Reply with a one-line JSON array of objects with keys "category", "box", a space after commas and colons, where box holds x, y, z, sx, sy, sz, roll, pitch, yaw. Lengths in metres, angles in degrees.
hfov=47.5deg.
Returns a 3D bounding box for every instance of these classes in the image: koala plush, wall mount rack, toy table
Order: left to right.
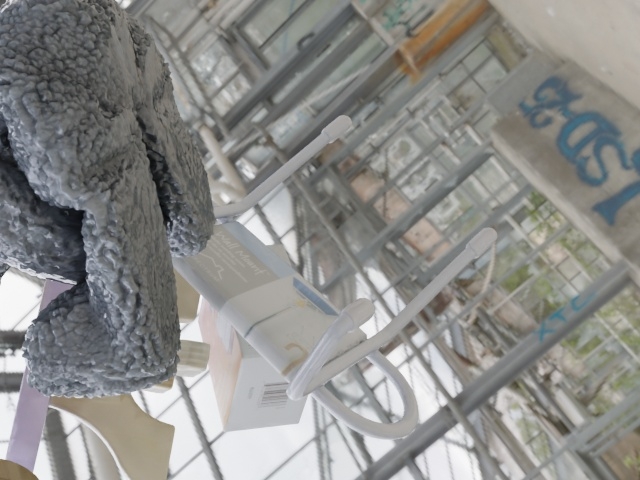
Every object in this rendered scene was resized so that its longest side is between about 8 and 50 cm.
[{"category": "koala plush", "box": [-0.197, -0.032, 0.414, 0.196, 0.221, 0.203, -86, -13, -57]}, {"category": "toy table", "box": [-0.218, 0.120, 0.758, 0.160, 0.274, 0.252, 14, 171, -18]}, {"category": "wall mount rack", "box": [0.000, 0.000, 0.670, 0.350, 0.130, 0.304, 42, -152, 17]}]

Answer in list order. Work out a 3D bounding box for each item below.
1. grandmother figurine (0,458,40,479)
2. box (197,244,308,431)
[{"category": "grandmother figurine", "box": [-0.287, 0.279, 0.410, 0.208, 0.342, 0.104, 36, -179, -40]}, {"category": "box", "box": [-0.075, 0.107, 0.830, 0.091, 0.130, 0.170, -2, -139, -21]}]
